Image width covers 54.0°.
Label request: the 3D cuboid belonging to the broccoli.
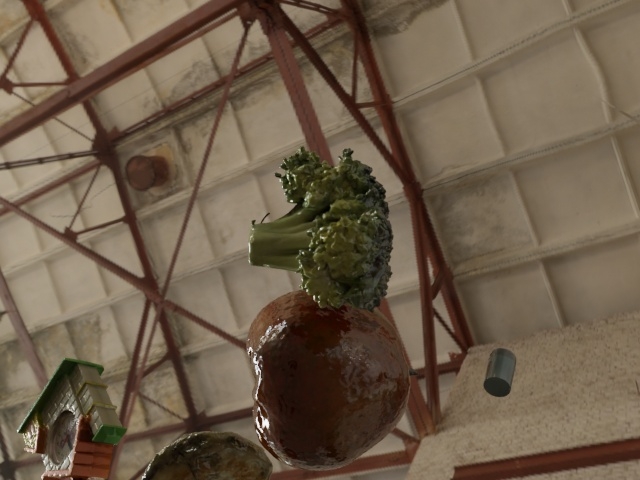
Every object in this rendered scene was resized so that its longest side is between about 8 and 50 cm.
[{"bbox_3d":[0.000,0.011,1.236,0.281,0.347,0.293,0,-43,-5],"label":"broccoli"}]

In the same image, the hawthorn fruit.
[{"bbox_3d":[0.031,0.308,1.406,0.403,0.403,0.402,5,-75,21],"label":"hawthorn fruit"}]

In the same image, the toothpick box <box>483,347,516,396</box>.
[{"bbox_3d":[0.340,0.249,1.190,0.052,0.083,0.052,12,-55,18],"label":"toothpick box"}]

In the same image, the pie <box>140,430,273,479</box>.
[{"bbox_3d":[-0.285,0.604,1.558,0.340,0.077,0.338,-8,-63,-15],"label":"pie"}]

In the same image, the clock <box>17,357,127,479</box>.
[{"bbox_3d":[-0.551,0.429,1.404,0.219,0.106,0.255,-57,-137,7],"label":"clock"}]
